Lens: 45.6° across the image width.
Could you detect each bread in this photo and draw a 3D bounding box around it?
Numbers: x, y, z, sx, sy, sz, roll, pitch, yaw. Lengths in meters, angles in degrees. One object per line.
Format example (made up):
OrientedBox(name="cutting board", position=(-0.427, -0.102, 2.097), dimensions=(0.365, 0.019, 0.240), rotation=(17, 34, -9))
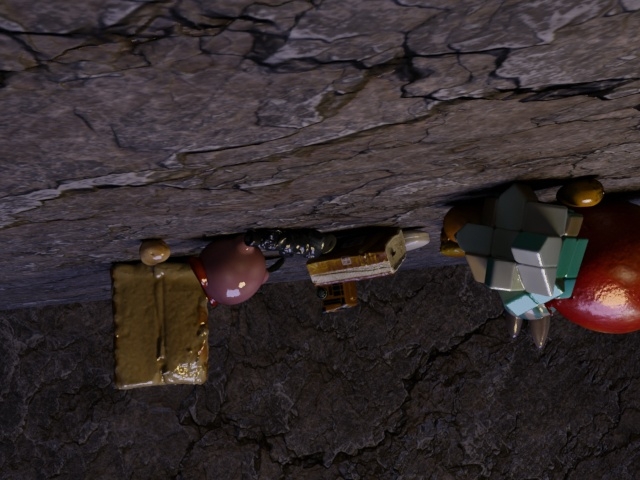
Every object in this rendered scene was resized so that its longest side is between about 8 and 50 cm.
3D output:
OrientedBox(name="bread", position=(-0.466, 0.248, 2.257), dimensions=(0.280, 0.371, 0.390), rotation=(-1, 170, -9))
OrientedBox(name="bread", position=(0.406, -0.011, 1.954), dimensions=(0.172, 0.103, 0.132), rotation=(-10, 173, 39))

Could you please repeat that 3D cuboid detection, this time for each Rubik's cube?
OrientedBox(name="Rubik's cube", position=(0.398, 0.018, 1.539), dimensions=(0.224, 0.265, 0.213), rotation=(21, -167, 39))

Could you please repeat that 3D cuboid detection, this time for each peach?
OrientedBox(name="peach", position=(0.694, 0.069, 1.869), dimensions=(0.370, 0.369, 0.370), rotation=(-6, 174, -1))

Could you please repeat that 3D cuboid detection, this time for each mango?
OrientedBox(name="mango", position=(0.518, -0.094, 1.529), dimensions=(0.079, 0.057, 0.114), rotation=(-13, -179, -22))
OrientedBox(name="mango", position=(0.344, -0.040, 1.684), dimensions=(0.165, 0.089, 0.115), rotation=(-7, -171, -31))

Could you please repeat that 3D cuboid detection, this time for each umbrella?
OrientedBox(name="umbrella", position=(-0.091, 0.003, 1.799), dimensions=(0.224, 0.080, 0.071), rotation=(5, -157, -45))

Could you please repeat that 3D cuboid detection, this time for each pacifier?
OrientedBox(name="pacifier", position=(0.000, 0.000, 1.952), dimensions=(0.083, 0.068, 0.064), rotation=(-3, 144, 38))

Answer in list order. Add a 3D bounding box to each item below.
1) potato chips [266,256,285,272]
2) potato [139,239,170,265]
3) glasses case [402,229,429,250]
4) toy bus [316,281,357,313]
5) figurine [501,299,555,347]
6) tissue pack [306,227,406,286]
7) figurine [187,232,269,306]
OrientedBox(name="potato chips", position=(-0.205, 0.083, 2.440), dimensions=(0.228, 0.059, 0.167), rotation=(-1, -179, -40))
OrientedBox(name="potato", position=(-0.379, 0.029, 1.732), dimensions=(0.068, 0.062, 0.083), rotation=(23, 135, -13))
OrientedBox(name="glasses case", position=(0.190, 0.008, 2.111), dimensions=(0.234, 0.059, 0.092), rotation=(-10, 171, 35))
OrientedBox(name="toy bus", position=(0.051, 0.125, 2.411), dimensions=(0.114, 0.200, 0.098), rotation=(-11, 172, 23))
OrientedBox(name="figurine", position=(0.675, 0.130, 2.281), dimensions=(0.267, 0.377, 0.361), rotation=(-7, 175, 6))
OrientedBox(name="tissue pack", position=(0.099, 0.044, 1.989), dimensions=(0.226, 0.091, 0.183), rotation=(-12, -163, 23))
OrientedBox(name="figurine", position=(-0.213, 0.069, 1.826), dimensions=(0.173, 0.173, 0.173), rotation=(-6, 174, -1))
